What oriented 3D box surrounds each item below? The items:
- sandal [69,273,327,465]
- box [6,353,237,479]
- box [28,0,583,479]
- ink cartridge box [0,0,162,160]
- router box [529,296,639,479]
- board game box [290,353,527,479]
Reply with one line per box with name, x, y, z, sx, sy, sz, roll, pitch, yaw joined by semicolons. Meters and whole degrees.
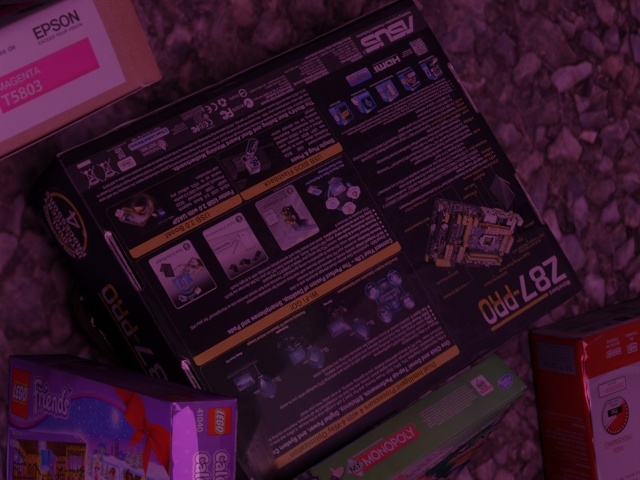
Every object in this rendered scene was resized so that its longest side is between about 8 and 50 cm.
sandal;-0.103;0.127;1.412;0.120;0.086;0.302;-42;99;-26
box;-0.161;0.201;1.241;0.057;0.293;0.200;1;93;-33
box;0.000;0.000;1.390;0.395;0.097;0.318;-30;85;-33
ink cartridge box;-0.268;-0.112;1.209;0.235;0.193;0.088;-30;110;-30
router box;0.390;0.207;1.750;0.335;0.082;0.301;-14;101;-33
board game box;0.020;0.229;1.366;0.317;0.213;0.046;-25;65;-41
